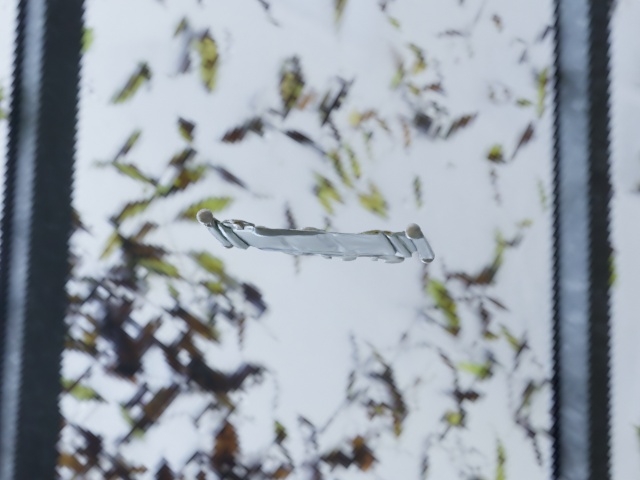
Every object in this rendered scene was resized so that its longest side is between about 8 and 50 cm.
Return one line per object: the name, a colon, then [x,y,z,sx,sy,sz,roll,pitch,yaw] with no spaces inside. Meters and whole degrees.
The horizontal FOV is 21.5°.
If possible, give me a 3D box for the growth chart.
growth chart: [0.000,0.000,1.705,0.172,0.237,0.021,85,-171,-80]
